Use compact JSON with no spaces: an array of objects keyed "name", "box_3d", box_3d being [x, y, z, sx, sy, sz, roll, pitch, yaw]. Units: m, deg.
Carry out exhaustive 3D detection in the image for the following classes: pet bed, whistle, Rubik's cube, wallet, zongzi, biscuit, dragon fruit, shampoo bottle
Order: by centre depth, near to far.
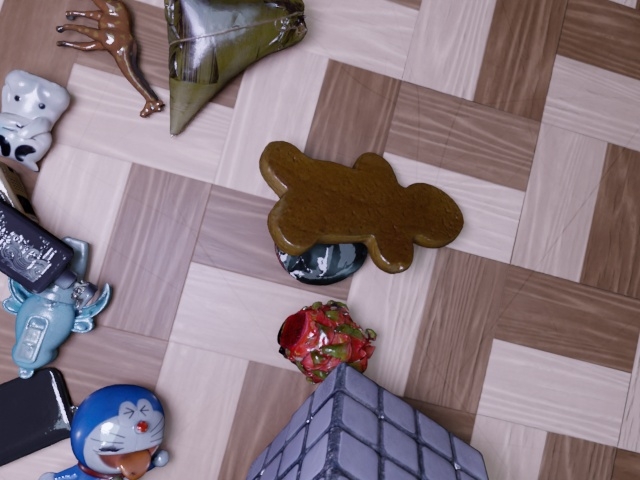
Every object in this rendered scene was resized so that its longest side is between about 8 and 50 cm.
[{"name":"Rubik's cube","box_3d":[0.058,0.478,0.808,0.345,0.343,0.337,34,111,-7]},{"name":"shampoo bottle","box_3d":[-0.525,0.007,0.857,0.309,0.071,0.098,43,74,-25]},{"name":"whistle","box_3d":[-0.512,0.126,0.945,0.186,0.093,0.273,19,81,-8]},{"name":"wallet","box_3d":[-0.590,0.343,0.945,0.250,0.044,0.149,-23,85,-7]},{"name":"dragon fruit","box_3d":[0.017,0.202,0.976,0.172,0.166,0.160,34,99,-24]},{"name":"biscuit","box_3d":[0.093,-0.055,0.993,0.433,0.064,0.282,4,58,-23]},{"name":"zongzi","box_3d":[-0.169,-0.353,1.008,0.274,0.145,0.299,1,103,-12]},{"name":"pet bed","box_3d":[0.000,0.000,1.029,0.201,0.053,0.201,1,86,-8]}]

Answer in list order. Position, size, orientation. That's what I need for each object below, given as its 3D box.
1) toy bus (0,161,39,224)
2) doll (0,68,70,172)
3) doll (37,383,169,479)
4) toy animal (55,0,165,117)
[{"name":"toy bus","box_3d":[-0.684,-0.029,0.898,0.290,0.139,0.157,-27,95,-18]},{"name":"doll","box_3d":[-0.558,-0.234,0.951,0.110,0.107,0.180,21,83,-25]},{"name":"doll","box_3d":[-0.385,0.393,0.908,0.215,0.161,0.256,9,97,-34]},{"name":"toy animal","box_3d":[-0.412,-0.375,1.000,0.230,0.066,0.224,14,85,-10]}]
